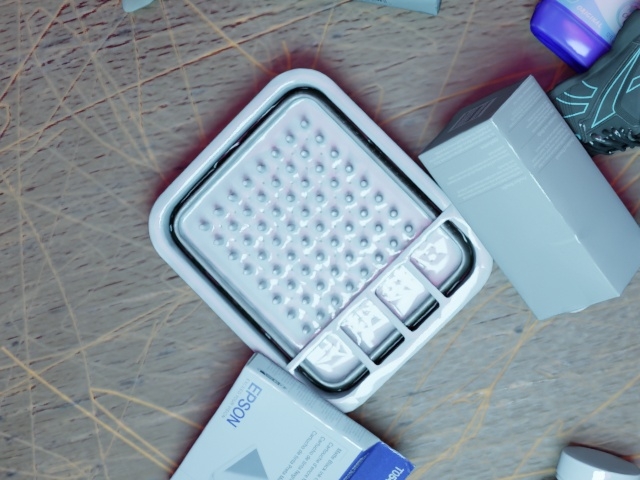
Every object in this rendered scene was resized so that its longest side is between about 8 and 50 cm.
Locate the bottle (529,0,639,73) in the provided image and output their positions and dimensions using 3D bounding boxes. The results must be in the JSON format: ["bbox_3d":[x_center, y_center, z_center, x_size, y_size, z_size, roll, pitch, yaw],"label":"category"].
[{"bbox_3d":[0.357,-0.310,1.192,0.118,0.092,0.283,41,97,-2],"label":"bottle"}]

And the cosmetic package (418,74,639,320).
[{"bbox_3d":[0.232,-0.041,1.176,0.238,0.127,0.107,51,53,-12],"label":"cosmetic package"}]

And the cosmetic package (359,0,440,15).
[{"bbox_3d":[0.063,-0.493,1.176,0.230,0.161,0.453,12,95,5],"label":"cosmetic package"}]

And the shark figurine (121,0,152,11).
[{"bbox_3d":[-0.200,-0.421,1.237,0.166,0.116,0.278,-20,94,6],"label":"shark figurine"}]

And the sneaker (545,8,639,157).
[{"bbox_3d":[0.309,-0.137,1.145,0.101,0.267,0.106,4,55,-28],"label":"sneaker"}]

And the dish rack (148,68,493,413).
[{"bbox_3d":[0.000,0.000,1.263,0.333,0.072,0.285,45,98,1],"label":"dish rack"}]

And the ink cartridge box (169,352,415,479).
[{"bbox_3d":[-0.040,0.274,1.262,0.224,0.045,0.223,34,118,3],"label":"ink cartridge box"}]

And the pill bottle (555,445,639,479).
[{"bbox_3d":[0.289,0.352,1.230,0.124,0.124,0.221,14,96,5],"label":"pill bottle"}]
